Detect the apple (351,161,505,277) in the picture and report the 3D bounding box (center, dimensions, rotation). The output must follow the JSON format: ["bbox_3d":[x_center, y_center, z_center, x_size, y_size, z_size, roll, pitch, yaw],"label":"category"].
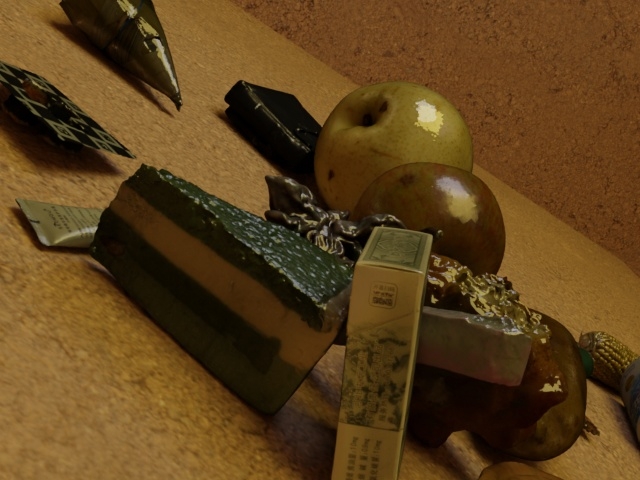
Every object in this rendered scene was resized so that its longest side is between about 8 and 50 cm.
[{"bbox_3d":[0.175,0.005,1.551,0.264,0.264,0.264,34,17,-12],"label":"apple"}]

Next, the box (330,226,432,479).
[{"bbox_3d":[0.064,0.129,0.990,0.069,0.256,0.164,8,14,8],"label":"box"}]

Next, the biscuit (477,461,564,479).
[{"bbox_3d":[0.336,0.407,1.131,0.365,0.062,0.385,48,20,30],"label":"biscuit"}]

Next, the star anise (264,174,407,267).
[{"bbox_3d":[-0.004,-0.001,1.386,0.212,0.129,0.283,30,35,9],"label":"star anise"}]

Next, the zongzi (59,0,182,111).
[{"bbox_3d":[-0.326,-0.370,1.776,0.289,0.123,0.260,46,13,-6],"label":"zongzi"}]

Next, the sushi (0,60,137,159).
[{"bbox_3d":[-0.366,-0.164,1.263,0.210,0.040,0.193,40,10,18],"label":"sushi"}]

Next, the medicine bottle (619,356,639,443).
[{"bbox_3d":[0.685,0.340,1.850,0.157,0.157,0.288,37,17,-3],"label":"medicine bottle"}]

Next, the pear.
[{"bbox_3d":[0.142,-0.140,1.779,0.309,0.309,0.309,34,17,-12],"label":"pear"}]

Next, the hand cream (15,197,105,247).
[{"bbox_3d":[-0.244,-0.013,1.110,0.234,0.050,0.080,7,35,-51],"label":"hand cream"}]

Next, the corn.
[{"bbox_3d":[0.663,0.287,2.062,0.293,0.106,0.106,33,17,-26],"label":"corn"}]

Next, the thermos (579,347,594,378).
[{"bbox_3d":[0.482,0.247,1.851,0.188,0.083,0.073,9,54,-60],"label":"thermos"}]

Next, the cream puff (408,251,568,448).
[{"bbox_3d":[0.172,0.138,1.196,0.155,0.241,0.268,-17,90,-69],"label":"cream puff"}]

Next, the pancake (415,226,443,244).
[{"bbox_3d":[0.111,0.069,1.365,0.020,0.184,0.190,35,33,-27],"label":"pancake"}]

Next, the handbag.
[{"bbox_3d":[-0.060,-0.218,1.947,0.244,0.088,0.275,45,15,16],"label":"handbag"}]

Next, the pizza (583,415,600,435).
[{"bbox_3d":[0.444,0.305,1.688,0.100,0.029,0.099,39,9,-3],"label":"pizza"}]

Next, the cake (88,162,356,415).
[{"bbox_3d":[-0.103,0.055,1.010,0.284,0.158,0.172,29,20,-22],"label":"cake"}]

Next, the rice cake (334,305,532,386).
[{"bbox_3d":[0.074,0.102,1.123,0.365,0.072,0.056,9,6,34],"label":"rice cake"}]

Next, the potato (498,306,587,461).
[{"bbox_3d":[0.307,0.210,1.444,0.195,0.177,0.369,57,17,-13],"label":"potato"}]
